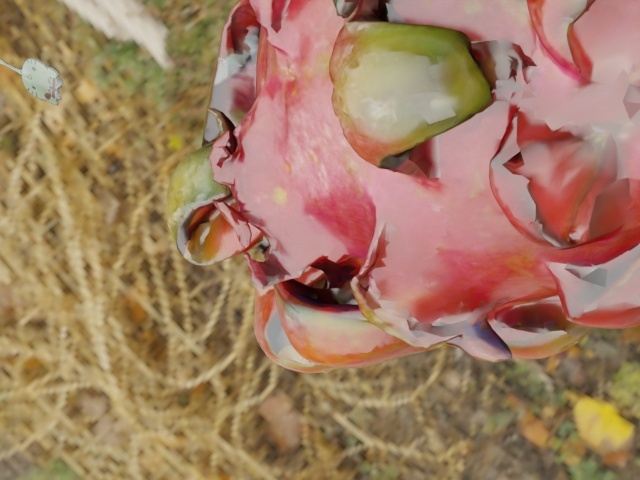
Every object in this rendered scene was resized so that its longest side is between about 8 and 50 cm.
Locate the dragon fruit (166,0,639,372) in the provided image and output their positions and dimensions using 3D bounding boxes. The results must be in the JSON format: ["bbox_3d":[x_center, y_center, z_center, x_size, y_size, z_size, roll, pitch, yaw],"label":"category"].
[{"bbox_3d":[0.058,-0.052,0.652,0.243,0.227,0.307,46,120,52],"label":"dragon fruit"}]

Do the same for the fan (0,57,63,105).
[{"bbox_3d":[-0.305,-0.174,1.706,0.083,0.004,0.056,28,140,12],"label":"fan"}]
